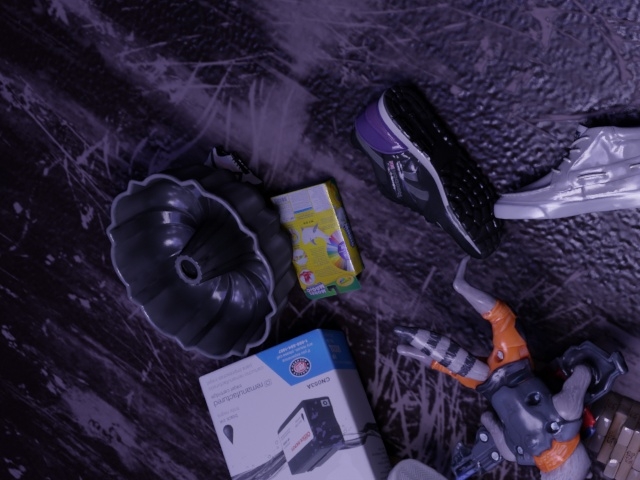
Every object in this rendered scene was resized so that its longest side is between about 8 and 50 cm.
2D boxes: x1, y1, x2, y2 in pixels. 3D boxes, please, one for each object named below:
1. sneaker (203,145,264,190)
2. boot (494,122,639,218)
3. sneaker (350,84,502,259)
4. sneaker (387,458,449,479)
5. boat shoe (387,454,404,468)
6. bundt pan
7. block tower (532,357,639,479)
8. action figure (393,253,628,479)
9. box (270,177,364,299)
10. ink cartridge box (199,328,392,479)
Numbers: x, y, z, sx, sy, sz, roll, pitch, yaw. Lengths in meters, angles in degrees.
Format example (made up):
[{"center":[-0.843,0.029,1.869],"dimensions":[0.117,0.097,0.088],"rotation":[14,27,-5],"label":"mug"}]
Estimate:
[{"center":[-0.137,-0.113,1.949],"dimensions":[0.109,0.040,0.043],"rotation":[29,115,14],"label":"sneaker"},{"center":[0.363,-0.102,1.695],"dimensions":[0.258,0.095,0.123],"rotation":[-7,98,19],"label":"boot"},{"center":[0.154,-0.085,1.801],"dimensions":[0.124,0.107,0.283],"rotation":[-37,86,45],"label":"sneaker"},{"center":[0.175,0.465,1.856],"dimensions":[0.292,0.108,0.169],"rotation":[47,142,-6],"label":"sneaker"},{"center":[0.011,0.410,2.024],"dimensions":[0.285,0.103,0.092],"rotation":[-5,100,21],"label":"boat shoe"},{"center":[-0.175,0.018,1.941],"dimensions":[0.331,0.124,0.331],"rotation":[19,127,26],"label":"bundt pan"},{"center":[0.421,0.281,1.787],"dimensions":[0.335,0.091,0.097],"rotation":[24,117,16],"label":"block tower"},{"center":[0.238,0.234,1.710],"dimensions":[0.330,0.178,0.341],"rotation":[45,121,13],"label":"action figure"},{"center":[0.000,0.000,1.922],"dimensions":[0.105,0.043,0.179],"rotation":[-13,99,28],"label":"box"},{"center":[-0.029,0.321,1.916],"dimensions":[0.223,0.129,0.307],"rotation":[-23,77,13],"label":"ink cartridge box"}]
